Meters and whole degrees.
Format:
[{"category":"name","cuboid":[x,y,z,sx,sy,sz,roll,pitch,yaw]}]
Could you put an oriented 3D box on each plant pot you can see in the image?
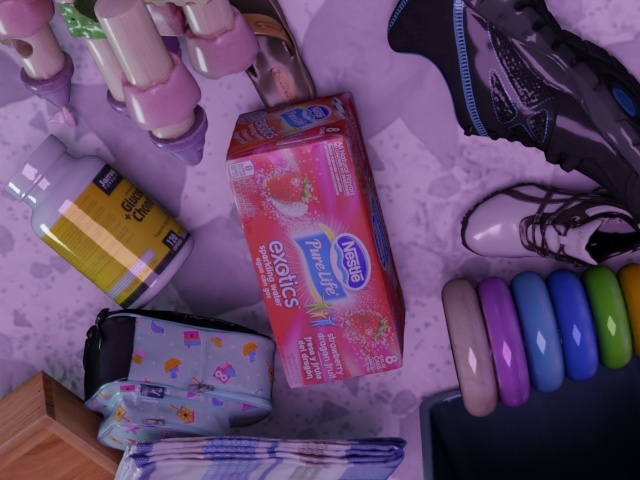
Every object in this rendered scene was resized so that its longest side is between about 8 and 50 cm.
[{"category":"plant pot","cuboid":[0.254,0.296,1.643,0.247,0.248,0.252,-15,116,10]}]

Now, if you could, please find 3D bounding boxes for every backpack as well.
[{"category":"backpack","cuboid":[-0.138,0.146,1.649,0.188,0.166,0.144,1,72,-17]}]

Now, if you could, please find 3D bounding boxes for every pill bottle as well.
[{"category":"pill bottle","cuboid":[-0.225,-0.020,1.646,0.184,0.103,0.103,41,107,-9]}]

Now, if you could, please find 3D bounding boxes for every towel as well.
[{"category":"towel","cuboid":[-0.071,0.248,1.655,0.285,0.034,0.209,1,152,-15]}]

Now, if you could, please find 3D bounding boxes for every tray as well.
[{"category":"tray","cuboid":[-0.382,0.318,1.749,0.411,0.076,0.203,-34,130,15]}]

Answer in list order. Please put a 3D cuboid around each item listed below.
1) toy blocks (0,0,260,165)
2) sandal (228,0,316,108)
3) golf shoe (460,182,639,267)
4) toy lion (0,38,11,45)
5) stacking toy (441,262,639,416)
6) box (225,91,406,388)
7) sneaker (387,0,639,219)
[{"category":"toy blocks","cuboid":[-0.181,-0.208,1.531,0.288,0.309,0.260,5,141,26]},{"category":"sandal","cuboid":[-0.061,-0.191,1.604,0.072,0.049,0.180,-27,104,13]},{"category":"golf shoe","cuboid":[0.235,-0.013,1.613,0.198,0.094,0.077,-8,108,9]},{"category":"toy lion","cuboid":[-0.343,-0.232,1.629,0.096,0.034,0.100,2,108,13]},{"category":"stacking toy","cuboid":[0.293,0.078,1.627,0.330,0.141,0.141,-11,107,3]},{"category":"box","cuboid":[0.000,0.000,1.606,0.122,0.128,0.257,-11,113,9]},{"category":"sneaker","cuboid":[0.213,-0.136,1.572,0.341,0.125,0.139,47,116,-2]}]
